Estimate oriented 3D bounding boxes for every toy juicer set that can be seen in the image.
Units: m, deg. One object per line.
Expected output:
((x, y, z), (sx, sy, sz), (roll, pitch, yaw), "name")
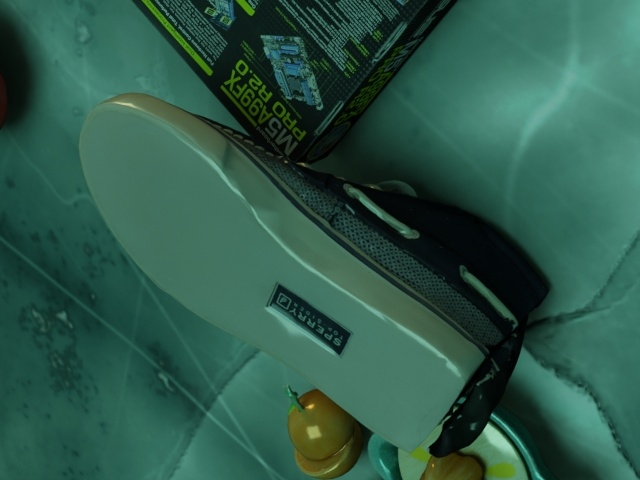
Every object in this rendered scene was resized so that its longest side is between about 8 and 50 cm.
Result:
((0.095, 0.197, 1.064), (0.329, 0.089, 0.209), (38, 127, 17), "toy juicer set")

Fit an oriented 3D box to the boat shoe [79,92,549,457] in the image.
((0.000, 0.000, 0.996), (0.340, 0.158, 0.127), (40, 128, 10), "boat shoe")

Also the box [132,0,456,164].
((-0.042, -0.215, 1.004), (0.270, 0.060, 0.216), (48, 130, 10), "box")

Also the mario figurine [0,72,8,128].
((-0.385, -0.208, 1.199), (0.320, 0.170, 0.198), (51, 149, -17), "mario figurine")
